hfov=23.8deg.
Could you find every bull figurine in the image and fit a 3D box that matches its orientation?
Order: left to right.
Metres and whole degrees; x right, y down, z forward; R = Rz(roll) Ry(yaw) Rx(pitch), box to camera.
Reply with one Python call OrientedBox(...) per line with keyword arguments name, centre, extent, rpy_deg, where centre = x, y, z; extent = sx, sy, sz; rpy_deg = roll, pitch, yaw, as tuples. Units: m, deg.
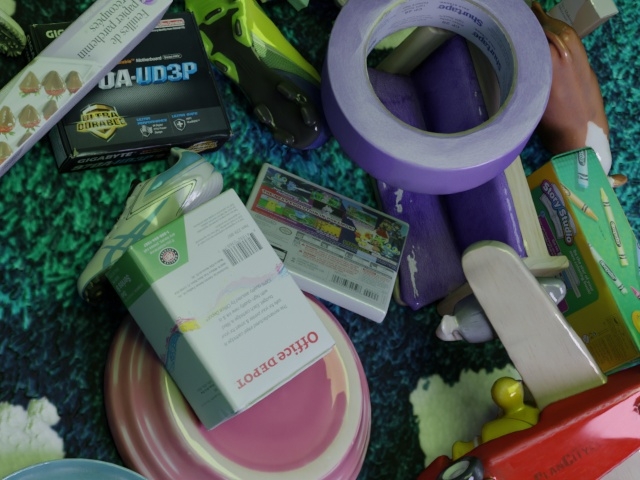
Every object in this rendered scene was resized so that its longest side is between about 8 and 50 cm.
OrientedBox(name="bull figurine", centre=(0.319, -0.186, 2.050), extent=(0.101, 0.310, 0.188), rpy_deg=(-30, 44, -11))

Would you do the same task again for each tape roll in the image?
OrientedBox(name="tape roll", centre=(0.140, -0.199, 1.857), extent=(0.274, 0.090, 0.275), rpy_deg=(2, 72, -6))

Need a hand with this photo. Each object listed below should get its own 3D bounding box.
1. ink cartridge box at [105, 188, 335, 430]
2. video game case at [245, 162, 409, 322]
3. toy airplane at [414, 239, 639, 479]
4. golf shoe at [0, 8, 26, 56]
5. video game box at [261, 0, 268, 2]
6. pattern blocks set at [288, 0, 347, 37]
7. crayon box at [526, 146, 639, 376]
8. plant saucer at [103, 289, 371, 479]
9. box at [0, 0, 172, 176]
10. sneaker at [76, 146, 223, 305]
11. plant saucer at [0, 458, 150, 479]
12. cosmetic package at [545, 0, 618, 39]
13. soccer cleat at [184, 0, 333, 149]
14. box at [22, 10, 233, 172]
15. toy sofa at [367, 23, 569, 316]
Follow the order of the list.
OrientedBox(name="ink cartridge box", centre=(-0.109, 0.076, 1.661), extent=(0.154, 0.093, 0.212), rpy_deg=(-32, 85, -34))
OrientedBox(name="video game case", centre=(0.000, 0.000, 1.837), extent=(0.201, 0.023, 0.183), rpy_deg=(23, 38, -3))
OrientedBox(name="toy airplane", centre=(0.298, 0.216, 1.818), extent=(0.384, 0.272, 0.386), rpy_deg=(12, 96, -10))
OrientedBox(name="golf shoe", centre=(-0.409, -0.289, 1.775), extent=(0.176, 0.069, 0.086), rpy_deg=(35, 51, -13))
OrientedBox(name="video game box", centre=(-0.066, -0.421, 2.004), extent=(0.187, 0.048, 0.205), rpy_deg=(-27, 83, -50))
OrientedBox(name="pattern blocks set", centre=(0.038, -0.396, 2.027), extent=(0.285, 0.026, 0.325), rpy_deg=(33, 51, -37))
OrientedBox(name="crayon box", centre=(0.336, 0.039, 1.979), extent=(0.081, 0.165, 0.279), rpy_deg=(-16, 78, -33))
OrientedBox(name="plant saucer", centre=(-0.080, 0.174, 1.742), extent=(0.332, 0.084, 0.332), rpy_deg=(11, 64, -24))
OrientedBox(name="box", centre=(-0.293, -0.189, 1.732), extent=(0.063, 0.067, 0.324), rpy_deg=(42, 59, -4))
OrientedBox(name="sneaker", centre=(-0.209, -0.016, 1.763), extent=(0.086, 0.085, 0.237), rpy_deg=(32, 57, 14))
OrientedBox(name="plant saucer", centre=(-0.253, 0.386, 1.578), extent=(0.317, 0.043, 0.318), rpy_deg=(12, 63, -24))
OrientedBox(name="cosmetic package", centre=(0.368, -0.322, 2.185), extent=(0.041, 0.115, 0.060), rpy_deg=(-24, 81, -34))
OrientedBox(name="soccer cleat", centre=(-0.077, -0.237, 1.937), extent=(0.289, 0.093, 0.121), rpy_deg=(56, 25, 8))
OrientedBox(name="box", centre=(-0.232, -0.181, 1.832), extent=(0.220, 0.051, 0.175), rpy_deg=(-10, 74, -31))
OrientedBox(name="toy sofa", centre=(0.166, -0.094, 1.954), extent=(0.177, 0.150, 0.363), rpy_deg=(-3, 71, -31))
